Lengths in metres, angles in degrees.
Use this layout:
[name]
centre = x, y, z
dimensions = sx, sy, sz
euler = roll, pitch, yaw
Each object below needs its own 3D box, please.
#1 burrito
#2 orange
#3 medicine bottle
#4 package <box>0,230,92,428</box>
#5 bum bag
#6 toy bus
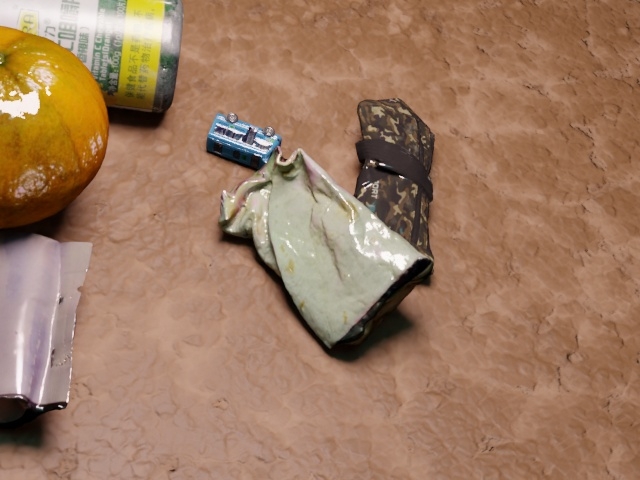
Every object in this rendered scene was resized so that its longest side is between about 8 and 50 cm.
[burrito]
centre = 0.000, 0.000, 1.299
dimensions = 0.144, 0.089, 0.229
euler = -46, 71, 7
[orange]
centre = -0.334, -0.119, 1.210
dimensions = 0.240, 0.171, 0.240
euler = 6, 47, -6
[medicine bottle]
centre = -0.310, -0.232, 1.368
dimensions = 0.293, 0.141, 0.141
euler = 6, 53, -10
[package]
centre = -0.359, 0.088, 1.173
dimensions = 0.251, 0.062, 0.203
euler = -1, 53, 1
[bum bag]
centre = 0.085, -0.070, 1.396
dimensions = 0.102, 0.069, 0.248
euler = 30, 44, -31
[toy bus]
centre = -0.090, -0.115, 1.402
dimensions = 0.083, 0.038, 0.046
euler = 20, 56, 3
